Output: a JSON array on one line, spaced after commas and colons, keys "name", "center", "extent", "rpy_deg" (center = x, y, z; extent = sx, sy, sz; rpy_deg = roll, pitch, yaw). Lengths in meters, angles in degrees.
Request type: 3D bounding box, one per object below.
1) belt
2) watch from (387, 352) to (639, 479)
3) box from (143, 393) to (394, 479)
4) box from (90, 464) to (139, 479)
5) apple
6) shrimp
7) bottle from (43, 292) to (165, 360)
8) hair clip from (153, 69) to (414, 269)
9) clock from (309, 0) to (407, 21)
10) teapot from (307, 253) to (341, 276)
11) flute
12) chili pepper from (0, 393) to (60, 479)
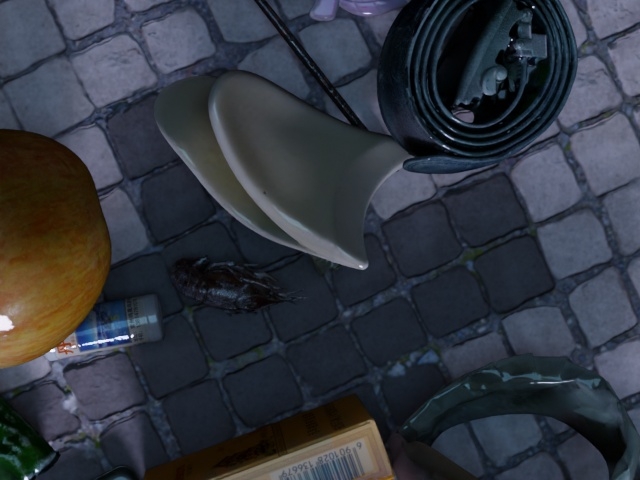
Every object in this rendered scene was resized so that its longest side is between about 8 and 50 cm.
[{"name": "belt", "center": [0.169, -0.188, 1.509], "extent": [0.206, 0.116, 0.267], "rpy_deg": [43, 74, -16]}, {"name": "watch", "center": [0.230, 0.240, 1.521], "extent": [0.253, 0.162, 0.241], "rpy_deg": [33, 78, 21]}, {"name": "box", "center": [-0.064, 0.265, 1.504], "extent": [0.274, 0.174, 0.076], "rpy_deg": [-20, 93, -4]}, {"name": "box", "center": [-0.262, 0.330, 1.564], "extent": [0.126, 0.031, 0.091], "rpy_deg": [-26, 95, -4]}, {"name": "apple", "center": [-0.348, 0.001, 1.433], "extent": [0.264, 0.264, 0.265], "rpy_deg": [0, 93, -4]}, {"name": "shrimp", "center": [-0.095, 0.055, 1.550], "extent": [0.165, 0.065, 0.057], "rpy_deg": [10, 124, -9]}, {"name": "bottle", "center": [-0.291, 0.108, 1.538], "extent": [0.217, 0.060, 0.060], "rpy_deg": [-11, 94, -3]}, {"name": "hair clip", "center": [-0.051, -0.096, 1.500], "extent": [0.282, 0.113, 0.173], "rpy_deg": [33, 63, -18]}, {"name": "clock", "center": [0.012, -0.416, 1.512], "extent": [0.338, 0.102, 0.339], "rpy_deg": [0, 93, -4]}, {"name": "teapot", "center": [0.000, 0.000, 1.554], "extent": [0.057, 0.067, 0.083], "rpy_deg": [-42, 106, -34]}, {"name": "flute", "center": [0.007, -0.181, 1.545], "extent": [0.014, 0.014, 0.269], "rpy_deg": [-39, 104, -1]}, {"name": "chili pepper", "center": [-0.434, 0.182, 1.515], "extent": [0.136, 0.099, 0.270], "rpy_deg": [-32, 101, 23]}]
